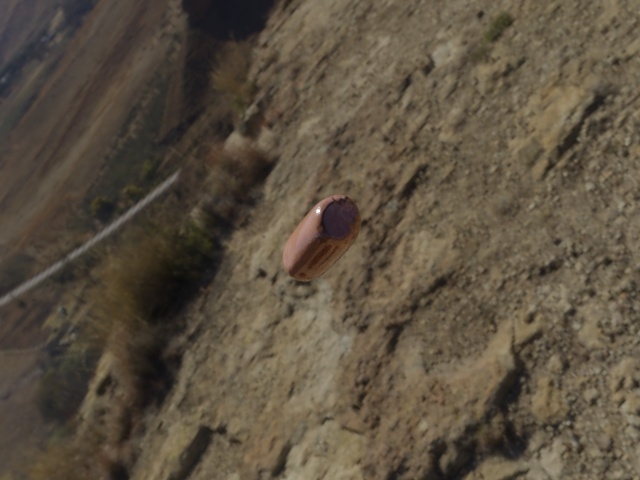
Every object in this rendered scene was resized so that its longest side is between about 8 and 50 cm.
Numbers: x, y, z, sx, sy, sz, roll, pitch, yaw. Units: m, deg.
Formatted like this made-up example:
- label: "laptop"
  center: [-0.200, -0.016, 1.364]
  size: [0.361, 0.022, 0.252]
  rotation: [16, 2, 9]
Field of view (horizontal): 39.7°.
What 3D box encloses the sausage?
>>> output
- label: "sausage"
  center: [0.000, 0.000, 0.552]
  size: [0.034, 0.034, 0.083]
  rotation: [-66, 8, -28]
